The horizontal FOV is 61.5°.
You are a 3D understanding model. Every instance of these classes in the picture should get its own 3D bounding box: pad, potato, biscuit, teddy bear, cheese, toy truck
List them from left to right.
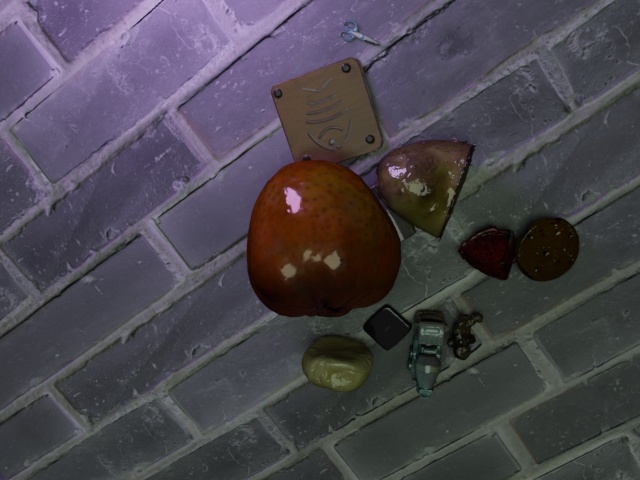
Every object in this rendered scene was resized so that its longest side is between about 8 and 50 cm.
[{"bbox_3d":[0.022,-0.374,1.629,0.286,0.018,0.284,-16,104,11],"label":"pad"},{"bbox_3d":[0.056,0.386,1.732,0.225,0.214,0.117,11,108,8],"label":"cheese"},{"bbox_3d":[0.285,-0.177,1.542,0.237,0.288,0.301,20,97,14],"label":"potato"},{"bbox_3d":[0.347,0.367,1.738,0.107,0.140,0.257,5,106,5],"label":"toy truck"},{"bbox_3d":[0.459,0.305,1.748,0.119,0.078,0.161,4,101,-31],"label":"teddy bear"},{"bbox_3d":[0.696,0.028,1.651,0.212,0.036,0.212,-3,111,-7],"label":"biscuit"}]

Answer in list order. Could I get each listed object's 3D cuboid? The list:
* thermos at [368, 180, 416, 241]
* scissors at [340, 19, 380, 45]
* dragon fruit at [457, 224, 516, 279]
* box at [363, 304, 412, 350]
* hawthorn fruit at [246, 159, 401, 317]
[{"bbox_3d":[0.218,-0.097,1.652,0.137,0.105,0.193,-29,94,-14],"label":"thermos"},{"bbox_3d":[0.118,-0.591,1.559,0.119,0.014,0.058,26,110,1],"label":"scissors"},{"bbox_3d":[0.520,0.035,1.670,0.160,0.121,0.127,14,151,25],"label":"dragon fruit"},{"bbox_3d":[0.221,0.288,1.789,0.125,0.027,0.126,43,106,-4],"label":"box"},{"bbox_3d":[0.000,0.000,1.536,0.471,0.472,0.472,1,106,5],"label":"hawthorn fruit"}]
